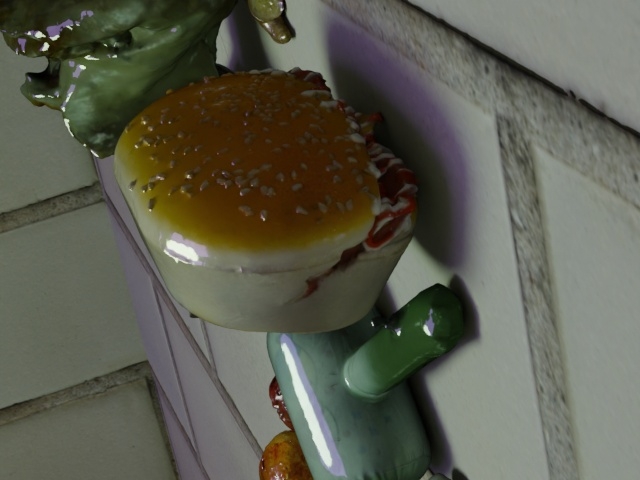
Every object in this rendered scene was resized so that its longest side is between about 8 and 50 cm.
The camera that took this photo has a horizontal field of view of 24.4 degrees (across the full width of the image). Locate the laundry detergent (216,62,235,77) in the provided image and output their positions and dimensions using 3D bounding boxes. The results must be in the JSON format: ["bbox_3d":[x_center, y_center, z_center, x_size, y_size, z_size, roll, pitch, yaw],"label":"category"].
[{"bbox_3d":[-0.130,-0.134,1.775,0.099,0.070,0.225,62,167,6],"label":"laundry detergent"}]

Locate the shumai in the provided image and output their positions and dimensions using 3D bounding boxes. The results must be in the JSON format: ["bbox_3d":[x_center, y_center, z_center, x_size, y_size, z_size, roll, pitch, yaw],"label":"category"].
[{"bbox_3d":[-0.174,-0.231,1.557,0.288,0.292,0.330,47,-159,-38],"label":"shumai"}]

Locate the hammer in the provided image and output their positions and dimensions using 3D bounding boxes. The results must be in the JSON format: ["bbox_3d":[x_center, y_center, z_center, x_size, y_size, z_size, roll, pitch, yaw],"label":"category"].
[{"bbox_3d":[0.052,0.111,1.297,0.206,0.119,0.335,67,160,12],"label":"hammer"}]

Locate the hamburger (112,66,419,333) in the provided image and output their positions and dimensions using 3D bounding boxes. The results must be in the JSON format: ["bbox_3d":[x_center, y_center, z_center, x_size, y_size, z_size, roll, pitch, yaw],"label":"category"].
[{"bbox_3d":[-0.049,-0.045,1.209,0.295,0.227,0.151,-125,34,-50],"label":"hamburger"}]

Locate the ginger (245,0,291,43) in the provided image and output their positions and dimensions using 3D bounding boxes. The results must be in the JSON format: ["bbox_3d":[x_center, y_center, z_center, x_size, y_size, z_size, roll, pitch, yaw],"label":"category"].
[{"bbox_3d":[-0.056,-0.226,1.432,0.048,0.030,0.097,83,161,-44],"label":"ginger"}]

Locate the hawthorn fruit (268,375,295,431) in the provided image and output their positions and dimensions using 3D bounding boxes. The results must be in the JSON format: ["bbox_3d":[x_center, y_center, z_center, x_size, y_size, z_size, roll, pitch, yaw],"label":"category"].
[{"bbox_3d":[-0.010,0.170,1.651,0.093,0.093,0.093,162,90,-77],"label":"hawthorn fruit"}]

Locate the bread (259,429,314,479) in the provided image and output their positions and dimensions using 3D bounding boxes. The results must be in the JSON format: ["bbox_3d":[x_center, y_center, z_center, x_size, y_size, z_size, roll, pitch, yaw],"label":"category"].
[{"bbox_3d":[-0.024,0.341,1.914,0.269,0.095,0.139,86,169,-58],"label":"bread"}]

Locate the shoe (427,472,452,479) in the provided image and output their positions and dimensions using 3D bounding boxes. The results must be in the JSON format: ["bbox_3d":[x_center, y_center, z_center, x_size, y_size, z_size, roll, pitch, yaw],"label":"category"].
[{"bbox_3d":[0.100,0.330,1.325,0.099,0.125,0.227,173,81,-74],"label":"shoe"}]
